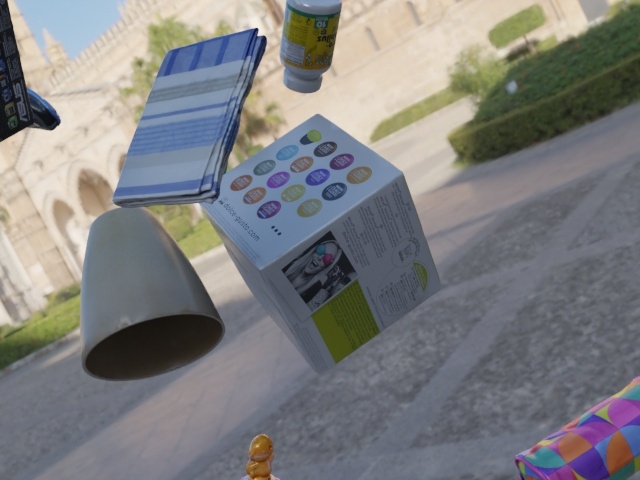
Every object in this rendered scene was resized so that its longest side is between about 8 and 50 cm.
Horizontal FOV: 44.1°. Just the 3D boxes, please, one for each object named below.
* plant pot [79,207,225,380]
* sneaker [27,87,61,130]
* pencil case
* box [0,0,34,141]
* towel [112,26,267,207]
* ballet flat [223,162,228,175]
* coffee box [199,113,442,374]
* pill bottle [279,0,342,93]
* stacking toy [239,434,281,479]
[{"bbox_3d":[-0.337,0.082,1.471,0.257,0.274,0.256,-16,-28,-9],"label":"plant pot"},{"bbox_3d":[-0.426,-0.158,1.032,0.188,0.078,0.067,6,-29,10],"label":"sneaker"},{"bbox_3d":[0.361,0.263,1.009,0.236,0.104,0.104,-25,4,-19],"label":"pencil case"},{"bbox_3d":[-0.324,-0.146,0.632,0.045,0.190,0.184,16,38,23],"label":"box"},{"bbox_3d":[-0.192,-0.177,1.162,0.209,0.034,0.284,-3,63,35],"label":"towel"},{"bbox_3d":[-0.231,-0.254,1.761,0.073,0.232,0.080,20,11,23],"label":"ballet flat"},{"bbox_3d":[0.000,0.000,1.657,0.334,0.338,0.337,-34,41,-10],"label":"coffee box"},{"bbox_3d":[-0.026,-0.426,1.688,0.118,0.118,0.208,-31,-35,-40],"label":"pill bottle"},{"bbox_3d":[-0.116,0.513,1.516,0.166,0.301,0.175,6,14,31],"label":"stacking toy"}]
